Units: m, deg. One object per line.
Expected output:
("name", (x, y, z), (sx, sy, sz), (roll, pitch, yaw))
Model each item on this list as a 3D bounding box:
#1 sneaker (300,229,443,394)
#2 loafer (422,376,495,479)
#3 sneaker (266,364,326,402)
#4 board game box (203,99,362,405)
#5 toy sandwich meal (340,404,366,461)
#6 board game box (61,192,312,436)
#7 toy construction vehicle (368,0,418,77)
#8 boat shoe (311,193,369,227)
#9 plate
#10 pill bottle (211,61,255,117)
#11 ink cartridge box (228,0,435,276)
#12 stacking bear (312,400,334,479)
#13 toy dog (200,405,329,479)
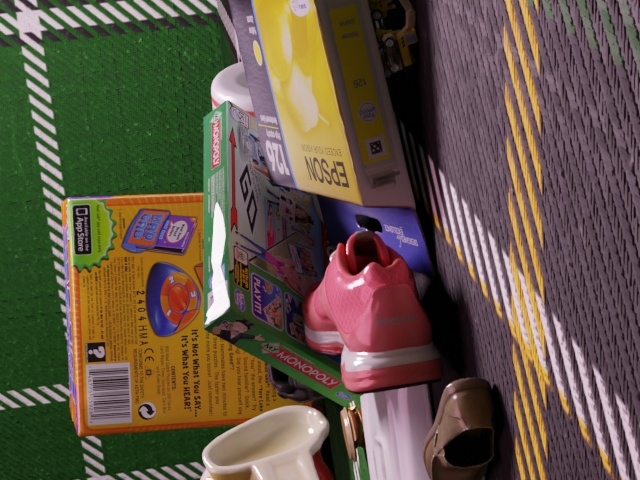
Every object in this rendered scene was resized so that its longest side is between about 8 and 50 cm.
("sneaker", (0.051, 0.051, 1.439), (0.314, 0.116, 0.136), (-145, 48, -75))
("loafer", (0.119, 0.178, 1.238), (0.148, 0.056, 0.050), (90, 176, -45))
("sneaker", (-0.007, 0.154, 1.905), (0.276, 0.135, 0.097), (-175, 76, -84))
("board game box", (-0.041, 0.010, 1.648), (0.046, 0.213, 0.317), (-36, 40, 31))
("toy sandwich meal", (0.048, 0.264, 2.006), (0.085, 0.029, 0.085), (169, 90, -86))
("board game box", (-0.225, 0.105, 2.329), (0.356, 0.356, 0.356), (179, 88, -79))
("toy construction vehicle", (0.069, -0.197, 1.360), (0.086, 0.035, 0.098), (-113, 9, -68))
("boat shoe", (0.010, -0.138, 1.702), (0.084, 0.095, 0.258), (103, 149, -59))
("plate", (0.088, 0.252, 1.608), (0.278, 0.045, 0.277), (149, 113, -83))
("pill bottle", (-0.051, -0.083, 1.896), (0.161, 0.161, 0.283), (-111, 15, -61))
("ink cartridge box", (0.000, -0.119, 1.484), (0.303, 0.072, 0.307), (-164, 60, -70))
("stacking bear", (-0.069, 0.373, 2.576), (0.289, 0.164, 0.175), (108, 154, -84))
("toy dog", (-0.076, 0.485, 1.819), (0.284, 0.395, 0.408), (-131, 24, -53))
